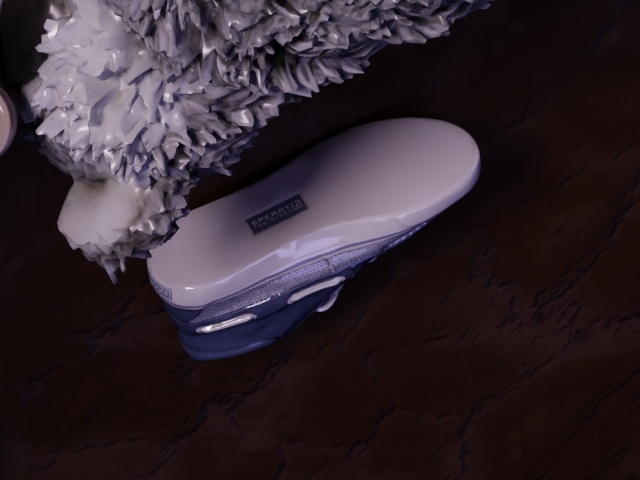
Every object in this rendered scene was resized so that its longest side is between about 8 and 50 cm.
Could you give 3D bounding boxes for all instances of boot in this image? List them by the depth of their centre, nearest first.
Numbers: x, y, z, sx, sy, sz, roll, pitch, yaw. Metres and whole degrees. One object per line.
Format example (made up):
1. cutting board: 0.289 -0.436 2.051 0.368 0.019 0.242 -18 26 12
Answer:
1. boot: 0.000 0.000 1.073 0.190 0.069 0.086 -21 146 -5

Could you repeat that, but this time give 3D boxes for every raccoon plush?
1. raccoon plush: 0.041 -0.089 0.772 0.216 0.446 0.299 -48 153 -38

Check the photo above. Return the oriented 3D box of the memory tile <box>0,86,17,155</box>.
1. memory tile: -0.204 -0.073 0.805 0.113 0.148 0.012 -35 -177 12
